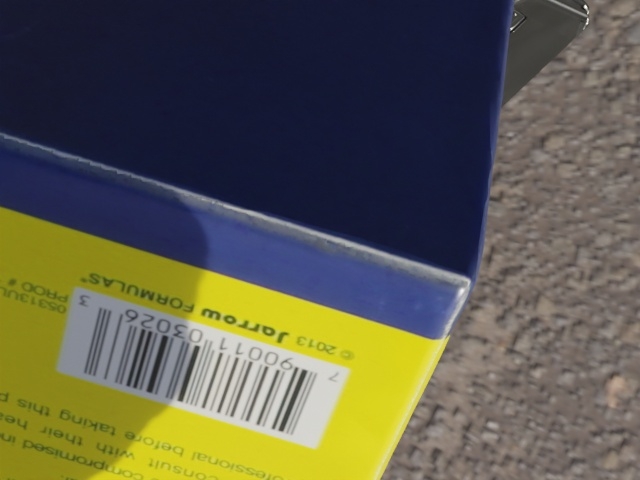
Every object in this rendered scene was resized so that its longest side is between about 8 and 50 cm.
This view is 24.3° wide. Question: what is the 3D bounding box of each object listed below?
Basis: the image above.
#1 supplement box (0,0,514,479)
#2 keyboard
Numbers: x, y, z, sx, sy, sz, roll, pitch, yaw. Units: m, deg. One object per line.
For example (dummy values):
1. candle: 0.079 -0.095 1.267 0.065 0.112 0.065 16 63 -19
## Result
1. supplement box: -0.075 0.046 0.617 0.195 0.194 0.356 17 132 -3
2. keyboard: 0.041 -0.062 0.711 0.180 0.108 0.023 -45 63 23
